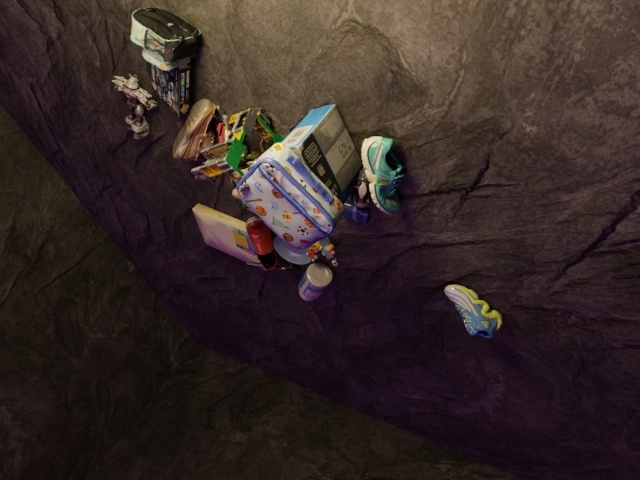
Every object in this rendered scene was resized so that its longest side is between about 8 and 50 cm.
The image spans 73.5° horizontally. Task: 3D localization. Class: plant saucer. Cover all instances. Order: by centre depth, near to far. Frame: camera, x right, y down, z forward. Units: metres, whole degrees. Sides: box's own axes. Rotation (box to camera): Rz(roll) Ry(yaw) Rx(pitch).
[{"bbox_3d":[0.000,0.000,1.816,0.119,0.021,0.119,24,144,19],"label":"plant saucer"},{"bbox_3d":[-0.116,0.030,1.926,0.194,0.038,0.195,15,139,13],"label":"plant saucer"}]

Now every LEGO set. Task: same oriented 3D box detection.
[{"bbox_3d":[-0.280,-0.275,1.446,0.192,0.332,0.255,-9,151,35],"label":"LEGO set"}]

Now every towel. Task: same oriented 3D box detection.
[{"bbox_3d":[0.123,-0.103,1.575,0.119,0.029,0.067,23,144,19],"label":"towel"}]

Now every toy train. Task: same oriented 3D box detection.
[{"bbox_3d":[0.007,0.047,1.809,0.166,0.046,0.125,15,142,33],"label":"toy train"}]

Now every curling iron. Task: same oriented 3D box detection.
[{"bbox_3d":[-0.231,0.123,2.102,0.273,0.035,0.068,7,150,14],"label":"curling iron"}]

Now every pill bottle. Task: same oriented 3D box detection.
[{"bbox_3d":[-0.032,0.200,1.997,0.124,0.124,0.221,35,147,2],"label":"pill bottle"}]

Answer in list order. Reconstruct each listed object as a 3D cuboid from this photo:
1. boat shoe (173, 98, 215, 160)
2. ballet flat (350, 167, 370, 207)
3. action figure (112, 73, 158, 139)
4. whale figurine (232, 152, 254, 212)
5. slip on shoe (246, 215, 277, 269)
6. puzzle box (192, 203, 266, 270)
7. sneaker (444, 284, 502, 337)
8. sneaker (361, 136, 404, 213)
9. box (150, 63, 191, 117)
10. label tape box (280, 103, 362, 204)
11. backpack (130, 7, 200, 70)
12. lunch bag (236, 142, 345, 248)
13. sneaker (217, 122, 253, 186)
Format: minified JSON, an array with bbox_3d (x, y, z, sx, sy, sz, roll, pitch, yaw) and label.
[{"bbox_3d":[-0.470,-0.419,1.663,0.116,0.123,0.324,15,148,-32],"label":"boat shoe"},{"bbox_3d":[0.137,-0.158,1.446,0.074,0.074,0.203,28,148,12],"label":"ballet flat"},{"bbox_3d":[-0.755,-0.559,1.750,0.185,0.099,0.285,39,143,8],"label":"action figure"},{"bbox_3d":[-0.248,-0.229,1.639,0.216,0.141,0.272,-23,123,29],"label":"whale figurine"},{"bbox_3d":[-0.256,0.012,1.950,0.332,0.122,0.101,83,170,-49],"label":"slip on shoe"},{"bbox_3d":[-0.442,-0.016,2.164,0.408,0.052,0.272,22,143,20],"label":"puzzle box"},{"bbox_3d":[0.547,0.264,1.556,0.240,0.126,0.091,32,146,5],"label":"sneaker"},{"bbox_3d":[0.207,-0.194,1.331,0.109,0.107,0.275,0,133,30],"label":"sneaker"},{"bbox_3d":[-0.536,-0.578,1.527,0.175,0.051,0.220,47,148,12],"label":"box"},{"bbox_3d":[0.025,-0.212,1.342,0.105,0.241,0.334,0,133,39],"label":"label tape box"},{"bbox_3d":[-0.497,-0.639,1.352,0.188,0.166,0.144,38,137,1],"label":"backpack"},{"bbox_3d":[-0.090,-0.124,1.232,0.303,0.115,0.243,44,143,-14],"label":"lunch bag"},{"bbox_3d":[-0.338,-0.338,1.665,0.118,0.107,0.279,40,148,29],"label":"sneaker"}]
